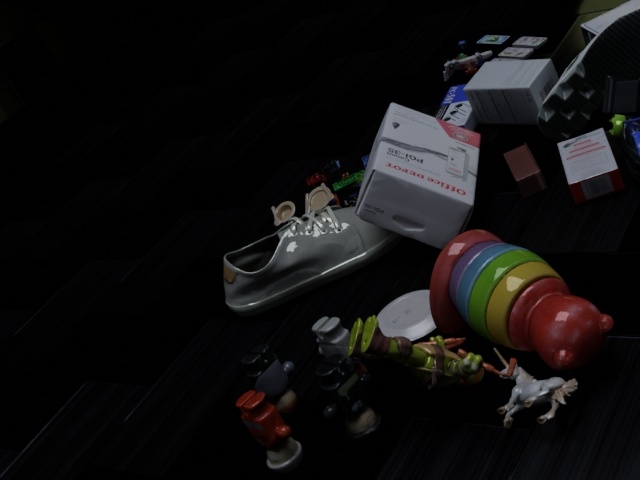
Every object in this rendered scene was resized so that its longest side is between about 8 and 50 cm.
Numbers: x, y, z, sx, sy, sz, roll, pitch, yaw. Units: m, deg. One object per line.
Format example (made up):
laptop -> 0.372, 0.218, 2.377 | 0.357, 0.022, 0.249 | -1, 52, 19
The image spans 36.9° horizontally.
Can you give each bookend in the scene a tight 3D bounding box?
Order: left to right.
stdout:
bookend -> 0.634, -0.264, 1.766 | 0.157, 0.072, 0.156 | 3, 4, -20

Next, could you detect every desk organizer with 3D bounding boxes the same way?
desk organizer -> 0.404, -0.138, 1.894 | 0.050, 0.047, 0.130 | -24, 28, 11

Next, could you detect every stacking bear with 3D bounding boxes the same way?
stacking bear -> 0.312, 0.103, 1.457 | 0.175, 0.164, 0.289 | -32, 33, -16

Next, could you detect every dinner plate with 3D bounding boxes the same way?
dinner plate -> 0.157, 0.128, 1.686 | 0.141, 0.017, 0.141 | -22, 28, 12

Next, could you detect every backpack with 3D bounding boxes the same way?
backpack -> 0.596, -0.164, 1.718 | 0.101, 0.098, 0.120 | -14, 29, 16

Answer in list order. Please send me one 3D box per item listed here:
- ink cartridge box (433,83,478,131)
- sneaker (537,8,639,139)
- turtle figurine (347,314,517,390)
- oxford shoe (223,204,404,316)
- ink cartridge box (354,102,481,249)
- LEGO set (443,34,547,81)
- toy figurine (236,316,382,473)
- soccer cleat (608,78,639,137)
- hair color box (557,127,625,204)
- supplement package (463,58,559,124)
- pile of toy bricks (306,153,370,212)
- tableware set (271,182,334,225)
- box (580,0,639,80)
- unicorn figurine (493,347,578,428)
ink cartridge box -> 0.325, -0.298, 2.234 | 0.097, 0.046, 0.207 | -7, 34, 32
sneaker -> 0.573, -0.358, 1.956 | 0.330, 0.122, 0.146 | -43, 8, 27
turtle figurine -> 0.153, 0.175, 1.422 | 0.269, 0.217, 0.087 | -162, 89, -79
oxford shoe -> 0.000, 0.000, 1.920 | 0.449, 0.130, 0.169 | -26, 24, -4
ink cartridge box -> 0.198, -0.130, 1.881 | 0.207, 0.117, 0.283 | 20, 36, -2
LEGO set -> 0.431, -0.467, 2.453 | 0.244, 0.060, 0.182 | 14, 42, 41
toy figurine -> -0.016, 0.243, 1.514 | 0.213, 0.148, 0.209 | -25, 22, 7
soccer cleat -> 0.630, -0.259, 1.906 | 0.072, 0.060, 0.179 | 11, 46, 28
hair color box -> 0.507, -0.141, 1.803 | 0.093, 0.053, 0.167 | -19, 30, 17
supplement package -> 0.428, -0.328, 2.123 | 0.179, 0.105, 0.105 | 9, 51, 47
pile of toy bricks -> 0.079, -0.125, 2.115 | 0.212, 0.118, 0.105 | -23, -13, 30
tableware set -> -0.039, -0.045, 2.074 | 0.169, 0.020, 0.141 | -28, 49, 19
box -> 0.710, -0.436, 2.093 | 0.169, 0.087, 0.290 | -26, 28, 1
unicorn figurine -> 0.299, 0.217, 1.372 | 0.162, 0.060, 0.111 | 2, 31, 42
